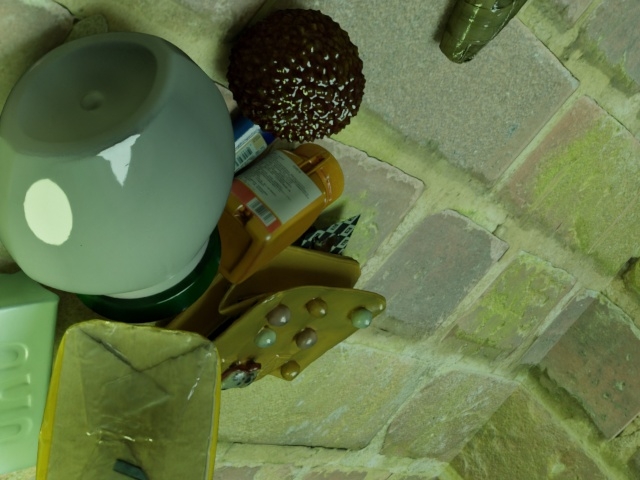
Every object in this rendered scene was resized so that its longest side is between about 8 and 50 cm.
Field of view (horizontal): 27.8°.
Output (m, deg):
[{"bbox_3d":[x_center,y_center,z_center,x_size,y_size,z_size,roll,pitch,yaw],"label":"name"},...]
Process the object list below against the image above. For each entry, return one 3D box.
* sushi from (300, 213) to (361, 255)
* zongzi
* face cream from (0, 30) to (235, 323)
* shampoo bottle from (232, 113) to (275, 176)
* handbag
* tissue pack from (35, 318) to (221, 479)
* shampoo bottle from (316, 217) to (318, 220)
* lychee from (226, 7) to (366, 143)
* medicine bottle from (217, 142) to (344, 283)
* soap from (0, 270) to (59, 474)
[{"bbox_3d":[0.000,0.000,2.197,0.126,0.026,0.120,-21,151,-34],"label":"sushi"},{"bbox_3d":[0.274,-0.359,2.041,0.176,0.078,0.160,-20,149,-46],"label":"zongzi"},{"bbox_3d":[-0.243,-0.070,1.561,0.312,0.219,0.357,-36,152,-17],"label":"face cream"},{"bbox_3d":[-0.133,-0.119,1.829,0.183,0.050,0.087,-43,160,-5],"label":"shampoo bottle"},{"bbox_3d":[-0.083,0.146,2.171,0.283,0.133,0.401,-41,158,21],"label":"handbag"},{"bbox_3d":[-0.258,0.268,1.761,0.382,0.228,0.293,142,-45,-80],"label":"tissue pack"},{"bbox_3d":[-0.015,-0.081,2.070,0.048,0.027,0.137,-25,148,-17],"label":"shampoo bottle"},{"bbox_3d":[-0.029,-0.215,1.712,0.188,0.188,0.188,-33,151,-22],"label":"lychee"},{"bbox_3d":[-0.070,-0.052,1.906,0.222,0.112,0.149,-38,171,-40],"label":"medicine bottle"},{"bbox_3d":[-0.438,0.180,1.693,0.159,0.087,0.265,-8,122,-35],"label":"soap"}]
